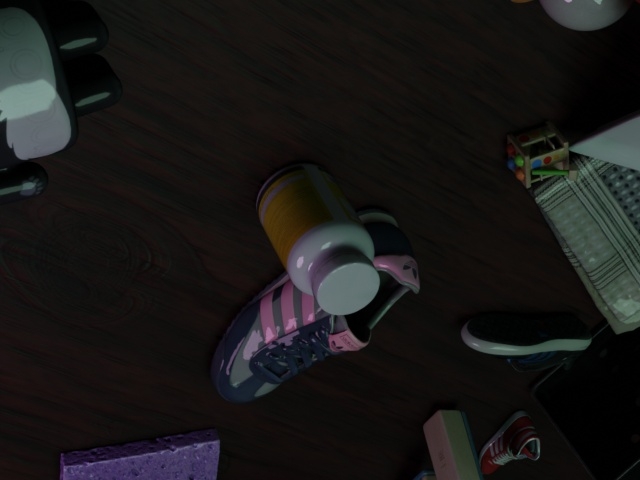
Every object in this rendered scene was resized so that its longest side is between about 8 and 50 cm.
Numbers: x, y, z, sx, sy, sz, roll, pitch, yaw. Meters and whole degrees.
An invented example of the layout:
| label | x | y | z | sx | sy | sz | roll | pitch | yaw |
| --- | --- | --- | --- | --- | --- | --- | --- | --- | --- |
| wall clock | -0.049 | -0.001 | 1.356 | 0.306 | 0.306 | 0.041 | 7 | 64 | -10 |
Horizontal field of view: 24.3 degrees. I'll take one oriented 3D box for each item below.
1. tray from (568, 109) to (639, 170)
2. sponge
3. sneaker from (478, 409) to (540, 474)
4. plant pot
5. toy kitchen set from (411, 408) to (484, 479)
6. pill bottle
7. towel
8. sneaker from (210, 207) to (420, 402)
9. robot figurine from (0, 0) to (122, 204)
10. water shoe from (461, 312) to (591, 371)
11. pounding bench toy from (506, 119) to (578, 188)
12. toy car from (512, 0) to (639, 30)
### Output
| label | x | y | z | sx | sy | sz | roll | pitch | yaw |
| --- | --- | --- | --- | --- | --- | --- | --- | --- | --- |
| tray | 0.421 | -0.134 | 1.735 | 0.145 | 0.030 | 0.270 | 13 | 164 | -23 |
| sponge | -0.238 | 0.312 | 1.945 | 0.210 | 0.031 | 0.117 | -6 | 129 | -19 |
| sneaker | 0.274 | 0.310 | 2.154 | 0.042 | 0.067 | 0.118 | 15 | 119 | -32 |
| plant pot | 0.449 | 0.239 | 2.112 | 0.188 | 0.187 | 0.167 | -44 | 144 | 13 |
| toy kitchen set | 0.205 | 0.345 | 2.144 | 0.166 | 0.122 | 0.207 | 5 | 144 | -28 |
| pill bottle | 0.000 | 0.000 | 1.697 | 0.103 | 0.184 | 0.103 | -12 | 130 | -15 |
| towel | 0.465 | -0.041 | 1.944 | 0.312 | 0.056 | 0.324 | -33 | 129 | 7 |
| sneaker | -0.009 | 0.106 | 1.815 | 0.112 | 0.131 | 0.319 | 29 | 111 | -39 |
| robot figurine | -0.338 | -0.149 | 1.434 | 0.278 | 0.209 | 0.173 | -18 | 169 | -11 |
| water shoe | 0.276 | 0.150 | 2.022 | 0.203 | 0.073 | 0.080 | 2 | 128 | -26 |
| pounding bench toy | 0.269 | -0.095 | 1.811 | 0.065 | 0.083 | 0.052 | -19 | 132 | -10 |
| toy car | 0.332 | -0.287 | 1.652 | 0.238 | 0.219 | 0.210 | -2 | 173 | 30 |
